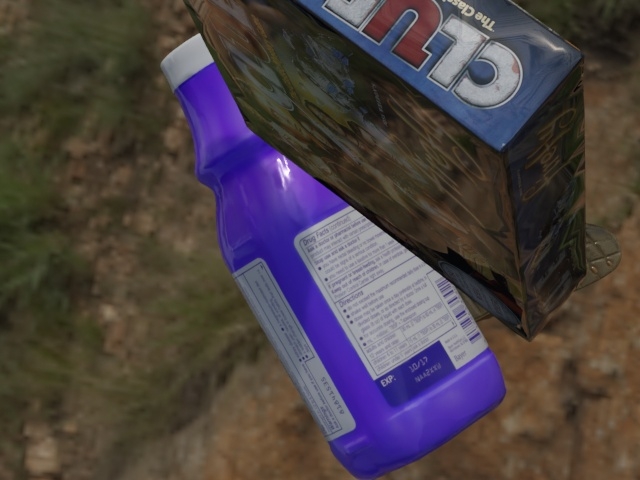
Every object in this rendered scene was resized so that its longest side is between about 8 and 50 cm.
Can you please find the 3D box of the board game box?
[{"bbox_3d":[0.023,-0.054,0.661,0.165,0.243,0.042,38,82,18],"label":"board game box"}]

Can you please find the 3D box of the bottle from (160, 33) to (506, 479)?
[{"bbox_3d":[0.000,0.000,1.065,0.092,0.118,0.283,-32,87,46],"label":"bottle"}]

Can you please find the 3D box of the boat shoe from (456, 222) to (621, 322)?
[{"bbox_3d":[0.182,0.031,1.585,0.178,0.060,0.064,-19,80,3],"label":"boat shoe"}]
